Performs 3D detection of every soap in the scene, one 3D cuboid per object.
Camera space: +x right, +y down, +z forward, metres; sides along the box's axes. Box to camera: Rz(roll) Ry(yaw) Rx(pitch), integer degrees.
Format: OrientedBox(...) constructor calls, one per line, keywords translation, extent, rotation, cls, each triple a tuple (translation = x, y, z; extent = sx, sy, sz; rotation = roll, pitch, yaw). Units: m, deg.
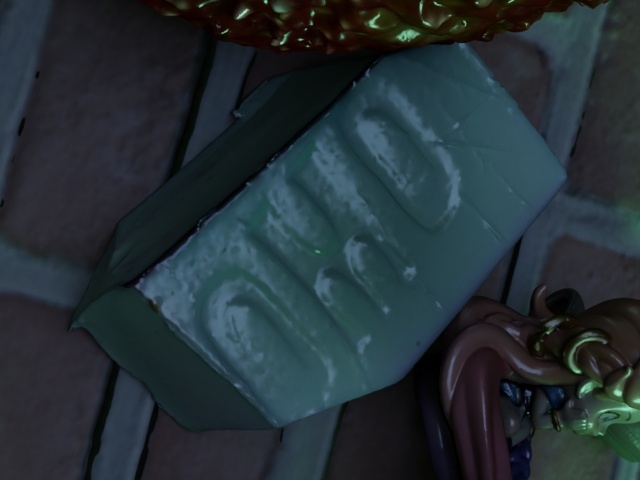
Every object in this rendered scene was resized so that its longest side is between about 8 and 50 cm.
OrientedBox(translation=(0.000, 0.000, 0.747), extent=(0.145, 0.091, 0.230), rotation=(48, 69, -17), cls="soap")

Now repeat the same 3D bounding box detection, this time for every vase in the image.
OrientedBox(translation=(0.161, 0.076, 0.845), extent=(0.101, 0.053, 0.053), rotation=(45, 71, -13), cls="vase")

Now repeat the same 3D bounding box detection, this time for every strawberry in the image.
OrientedBox(translation=(0.033, -0.132, 0.672), extent=(0.233, 0.306, 0.138), rotation=(-27, 130, -21), cls="strawberry")

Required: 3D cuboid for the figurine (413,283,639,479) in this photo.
OrientedBox(translation=(0.118, 0.072, 0.770), extent=(0.157, 0.126, 0.114), rotation=(-35, 68, 11), cls="figurine")
